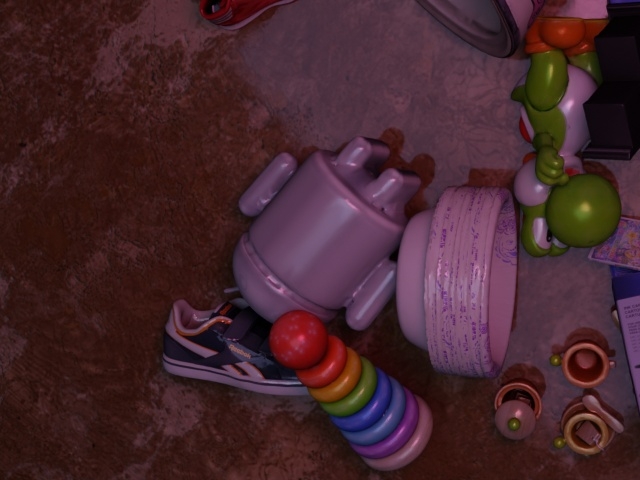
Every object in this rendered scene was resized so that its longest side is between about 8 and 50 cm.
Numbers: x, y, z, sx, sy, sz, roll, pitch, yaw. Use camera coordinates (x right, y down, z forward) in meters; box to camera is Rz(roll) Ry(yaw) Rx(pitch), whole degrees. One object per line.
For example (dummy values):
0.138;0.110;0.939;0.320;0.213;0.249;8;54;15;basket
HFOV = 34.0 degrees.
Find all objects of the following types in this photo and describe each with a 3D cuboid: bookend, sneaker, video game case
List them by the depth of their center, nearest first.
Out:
0.401;-0.214;1.409;0.072;0.157;0.156;7;131;41;bookend
0.475;0.006;1.572;0.122;0.011;0.087;12;58;31;video game case
-0.093;-0.403;1.642;0.221;0.128;0.087;-36;90;19;sneaker
-0.117;0.173;1.745;0.321;0.126;0.127;6;106;15;sneaker

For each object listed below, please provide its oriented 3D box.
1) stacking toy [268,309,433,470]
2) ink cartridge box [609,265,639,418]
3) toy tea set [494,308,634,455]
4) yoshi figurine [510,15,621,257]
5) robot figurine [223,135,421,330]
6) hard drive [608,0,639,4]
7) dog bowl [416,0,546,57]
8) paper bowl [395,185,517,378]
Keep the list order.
0.034;0.225;1.624;0.141;0.141;0.330;-33;126;17;stacking toy
0.536;0.139;1.523;0.186;0.065;0.311;-12;64;14;ink cartridge box
0.432;0.238;1.609;0.336;0.124;0.200;-33;90;17;toy tea set
0.379;-0.142;1.530;0.203;0.203;0.362;4;103;8;yoshi figurine
0.000;0.000;1.646;0.353;0.200;0.300;-48;70;17;robot figurine
0.498;-0.457;1.475;0.210;0.040;0.319;-9;81;14;hard drive
0.173;-0.449;1.441;0.150;0.408;0.408;-44;86;2;dog bowl
0.202;0.060;1.559;0.148;0.284;0.284;2;100;18;paper bowl
